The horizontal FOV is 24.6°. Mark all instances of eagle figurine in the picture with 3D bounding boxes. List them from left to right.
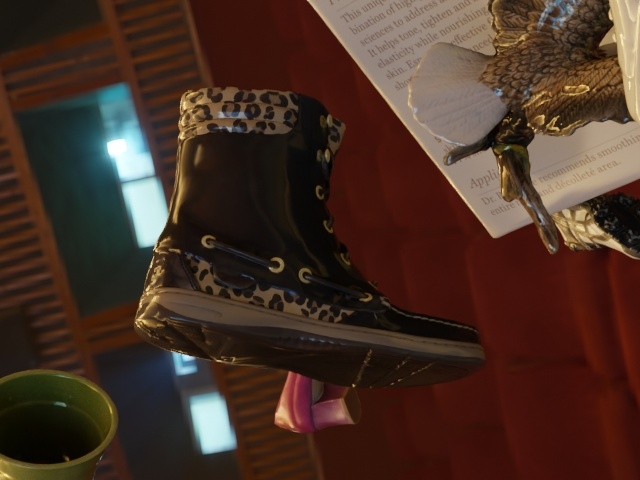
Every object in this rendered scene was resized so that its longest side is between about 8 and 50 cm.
[{"bbox_3d":[0.245,-0.169,1.309,0.226,0.298,0.225,40,-138,-13],"label":"eagle figurine"}]

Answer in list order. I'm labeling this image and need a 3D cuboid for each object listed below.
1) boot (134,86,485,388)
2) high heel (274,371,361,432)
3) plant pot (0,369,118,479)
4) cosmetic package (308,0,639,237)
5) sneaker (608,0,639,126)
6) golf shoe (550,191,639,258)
[{"bbox_3d":[0.000,0.000,1.564,0.138,0.377,0.284,126,150,-62],"label":"boot"},{"bbox_3d":[-0.039,0.125,1.772,0.244,0.117,0.082,68,-151,-26],"label":"high heel"},{"bbox_3d":[-0.162,0.132,0.858,0.083,0.083,0.079,-80,0,-56],"label":"plant pot"},{"bbox_3d":[0.255,-0.285,1.662,0.393,0.329,0.327,51,-136,-17],"label":"cosmetic package"},{"bbox_3d":[0.236,-0.226,1.102,0.106,0.123,0.290,-18,-68,-47],"label":"sneaker"},{"bbox_3d":[0.353,-0.018,1.839,0.198,0.077,0.094,47,148,47],"label":"golf shoe"}]
